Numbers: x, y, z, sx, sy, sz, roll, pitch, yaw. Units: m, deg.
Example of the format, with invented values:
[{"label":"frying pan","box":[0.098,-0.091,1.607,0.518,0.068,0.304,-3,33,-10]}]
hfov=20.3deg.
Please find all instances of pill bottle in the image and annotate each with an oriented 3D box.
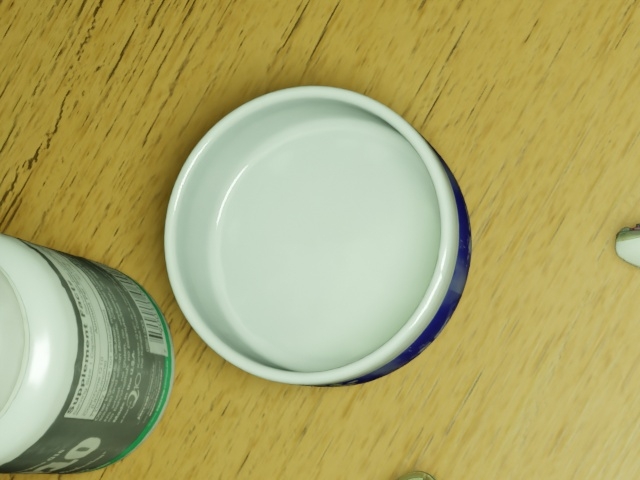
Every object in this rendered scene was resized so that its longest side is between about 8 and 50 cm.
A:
[{"label":"pill bottle","box":[-0.277,0.099,1.539,0.204,0.361,0.204,-2,82,16]}]

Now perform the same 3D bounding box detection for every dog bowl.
[{"label":"dog bowl","box":[0.000,0.000,1.609,0.265,0.104,0.265,-2,82,16]}]

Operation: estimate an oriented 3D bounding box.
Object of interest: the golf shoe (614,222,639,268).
[{"label":"golf shoe","box":[0.336,0.039,1.527,0.186,0.067,0.086,18,89,17]}]

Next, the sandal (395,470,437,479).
[{"label":"sandal","box":[0.100,0.290,1.573,0.072,0.049,0.180,-19,92,18]}]
